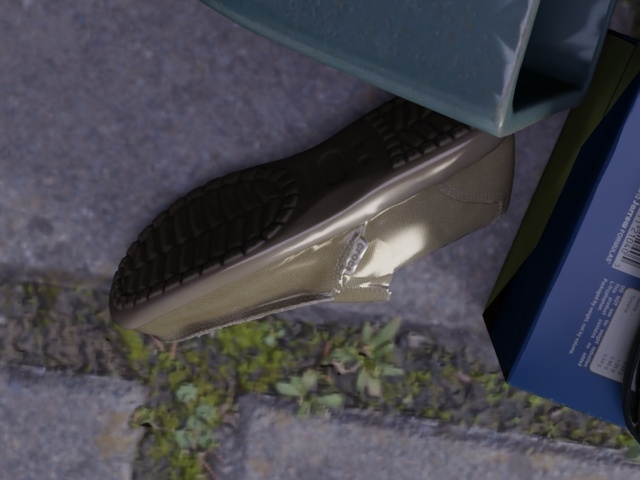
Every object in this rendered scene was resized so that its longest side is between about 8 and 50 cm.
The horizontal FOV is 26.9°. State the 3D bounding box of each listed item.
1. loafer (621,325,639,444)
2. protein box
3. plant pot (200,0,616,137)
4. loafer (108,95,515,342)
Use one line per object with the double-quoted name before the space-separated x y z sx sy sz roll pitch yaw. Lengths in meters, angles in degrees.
"loafer" 0.216 -0.003 0.657 0.096 0.084 0.267 9 104 0
"protein box" 0.229 0.010 0.775 0.201 0.136 0.200 21 103 -4
"plant pot" 0.031 -0.212 0.675 0.252 0.248 0.247 18 105 17
"loafer" 0.000 0.000 0.794 0.268 0.102 0.092 -25 123 13
